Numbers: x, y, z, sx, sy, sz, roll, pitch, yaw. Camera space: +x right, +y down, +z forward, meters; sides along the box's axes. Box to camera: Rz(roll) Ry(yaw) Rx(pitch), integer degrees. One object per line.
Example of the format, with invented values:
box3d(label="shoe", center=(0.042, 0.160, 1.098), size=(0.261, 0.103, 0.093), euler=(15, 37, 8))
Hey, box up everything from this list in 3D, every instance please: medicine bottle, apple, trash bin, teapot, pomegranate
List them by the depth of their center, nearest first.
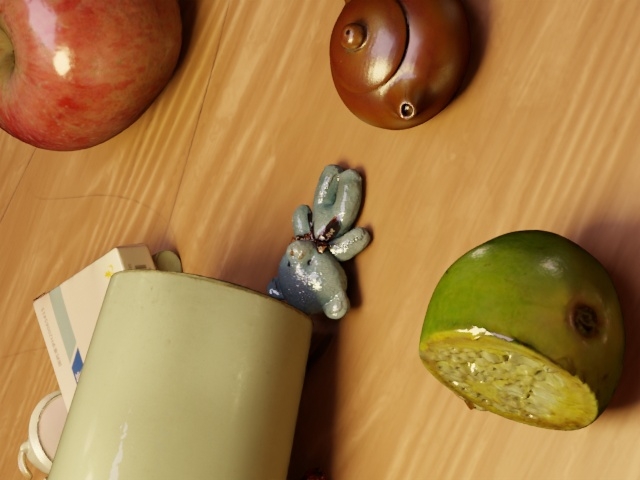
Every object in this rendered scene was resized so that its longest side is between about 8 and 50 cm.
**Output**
box3d(label="pomegranate", center=(0.206, 0.088, 1.279), size=(0.190, 0.241, 0.159), euler=(13, 58, 23))
box3d(label="teapot", center=(0.066, -0.230, 1.453), size=(0.178, 0.135, 0.252), euler=(-41, 60, 29))
box3d(label="trash bin", center=(-0.170, 0.272, 1.477), size=(0.280, 0.280, 0.432), euler=(-2, 69, 44))
box3d(label="medicine bottle", center=(-0.228, 0.047, 1.764), size=(0.083, 0.047, 0.047), euler=(-27, 67, 39))
box3d(label="apple", center=(-0.330, -0.280, 1.767), size=(0.345, 0.269, 0.345), euler=(21, 120, 41))

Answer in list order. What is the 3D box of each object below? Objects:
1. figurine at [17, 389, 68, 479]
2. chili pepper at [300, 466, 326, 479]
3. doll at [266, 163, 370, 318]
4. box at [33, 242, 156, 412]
box3d(label="figurine", center=(-0.367, 0.288, 1.834), size=(0.153, 0.132, 0.132), euler=(-37, 60, 50))
box3d(label="chili pepper", center=(-0.026, 0.343, 1.532), size=(0.088, 0.065, 0.169), euler=(21, 93, 61))
box3d(label="doll", center=(-0.003, 0.000, 1.531), size=(0.120, 0.075, 0.180), euler=(16, 97, 41))
box3d(label="box", center=(-0.251, 0.198, 1.722), size=(0.200, 0.065, 0.343), euler=(-30, 75, 38))
